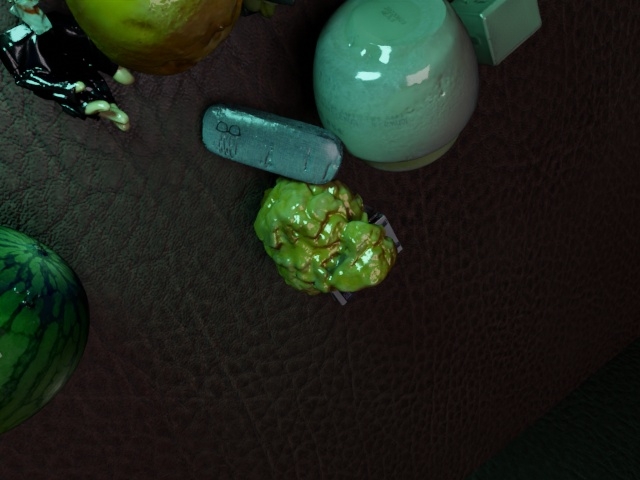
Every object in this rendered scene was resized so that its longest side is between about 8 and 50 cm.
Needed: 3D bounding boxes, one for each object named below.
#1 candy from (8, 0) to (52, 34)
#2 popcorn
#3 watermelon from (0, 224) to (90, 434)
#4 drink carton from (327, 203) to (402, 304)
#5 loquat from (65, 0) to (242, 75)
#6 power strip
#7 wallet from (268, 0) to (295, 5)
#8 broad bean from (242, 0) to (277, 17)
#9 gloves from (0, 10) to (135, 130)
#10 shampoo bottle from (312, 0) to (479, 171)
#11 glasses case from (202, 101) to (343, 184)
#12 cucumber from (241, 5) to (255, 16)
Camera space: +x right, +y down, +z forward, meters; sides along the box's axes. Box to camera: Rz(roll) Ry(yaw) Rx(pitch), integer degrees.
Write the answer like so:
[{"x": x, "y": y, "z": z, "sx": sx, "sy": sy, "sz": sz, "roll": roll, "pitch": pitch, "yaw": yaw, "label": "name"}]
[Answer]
[{"x": -0.443, "y": -0.432, "z": 0.731, "sx": 0.086, "sy": 0.059, "sz": 0.291, "roll": -17, "pitch": 102, "yaw": -30, "label": "candy"}, {"x": 0.000, "y": 0.000, "z": 1.125, "sx": 0.225, "sy": 0.332, "sz": 0.264, "roll": -33, "pitch": 147, "yaw": -46, "label": "popcorn"}, {"x": -0.544, "y": 0.141, "z": 0.809, "sx": 0.364, "sy": 0.363, "sz": 0.362, "roll": -15, "pitch": 121, "yaw": -27, "label": "watermelon"}, {"x": 0.081, "y": 0.032, "z": 1.326, "sx": 0.222, "sy": 0.102, "sz": 0.134, "roll": -43, "pitch": 127, "yaw": -11, "label": "drink carton"}, {"x": -0.252, "y": -0.395, "z": 0.770, "sx": 0.276, "sy": 0.276, "sz": 0.283, "roll": -36, "pitch": 89, "yaw": -14, "label": "loquat"}, {"x": 0.377, "y": -0.497, "z": 1.227, "sx": 0.224, "sy": 0.140, "sz": 0.139, "roll": -42, "pitch": 131, "yaw": -10, "label": "power strip"}, {"x": -0.120, "y": -0.555, "z": 0.806, "sx": 0.041, "sy": 0.247, "sz": 0.322, "roll": -44, "pitch": 152, "yaw": -61, "label": "wallet"}, {"x": -0.109, "y": -0.480, "z": 0.916, "sx": 0.082, "sy": 0.124, "sz": 0.174, "roll": -6, "pitch": 94, "yaw": 3, "label": "broad bean"}, {"x": -0.386, "y": -0.256, "z": 0.842, "sx": 0.164, "sy": 0.124, "sz": 0.203, "roll": -46, "pitch": 124, "yaw": -30, "label": "gloves"}, {"x": 0.143, "y": -0.313, "z": 1.037, "sx": 0.322, "sy": 0.322, "sz": 0.317, "roll": -46, "pitch": 150, "yaw": -6, "label": "shampoo bottle"}, {"x": -0.094, "y": -0.190, "z": 1.028, "sx": 0.283, "sy": 0.067, "sz": 0.109, "roll": 18, "pitch": 120, "yaw": 3, "label": "glasses case"}, {"x": -0.092, "y": -0.459, "z": 1.001, "sx": 0.133, "sy": 0.032, "sz": 0.032, "roll": -29, "pitch": 126, "yaw": -20, "label": "cucumber"}]
